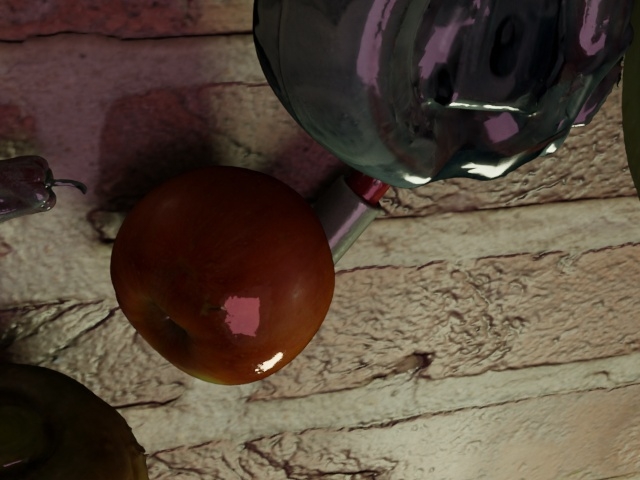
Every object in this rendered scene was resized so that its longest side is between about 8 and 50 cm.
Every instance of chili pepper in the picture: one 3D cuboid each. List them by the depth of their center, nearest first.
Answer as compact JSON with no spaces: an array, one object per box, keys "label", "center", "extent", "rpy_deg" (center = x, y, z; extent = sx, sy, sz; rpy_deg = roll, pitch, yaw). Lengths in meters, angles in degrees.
[{"label":"chili pepper","center":[-0.241,-0.031,1.291],"extent":[0.153,0.041,0.050],"rpy_deg":[-10,118,3]}]

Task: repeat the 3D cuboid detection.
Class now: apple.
[{"label":"apple","center":[-0.069,0.023,1.357],"extent":[0.139,0.163,0.163],"rpy_deg":[-43,146,-26]}]

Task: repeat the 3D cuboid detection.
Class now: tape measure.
[{"label":"tape measure","center":[0.089,-0.166,1.222],"extent":[0.256,0.147,0.275],"rpy_deg":[-1,119,-35]}]

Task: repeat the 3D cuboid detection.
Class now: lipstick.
[{"label":"lipstick","center":[0.000,-0.001,1.448],"extent":[0.063,0.057,0.186],"rpy_deg":[25,112,-43]}]

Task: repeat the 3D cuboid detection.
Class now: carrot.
[{"label":"carrot","center":[-0.241,0.258,1.450],"extent":[0.224,0.224,0.340],"rpy_deg":[-11,137,-19]}]

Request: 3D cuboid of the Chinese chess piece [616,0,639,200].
[{"label":"Chinese chess piece","center":[0.333,-0.139,1.261],"extent":[0.146,0.349,0.349],"rpy_deg":[11,128,-16]}]
